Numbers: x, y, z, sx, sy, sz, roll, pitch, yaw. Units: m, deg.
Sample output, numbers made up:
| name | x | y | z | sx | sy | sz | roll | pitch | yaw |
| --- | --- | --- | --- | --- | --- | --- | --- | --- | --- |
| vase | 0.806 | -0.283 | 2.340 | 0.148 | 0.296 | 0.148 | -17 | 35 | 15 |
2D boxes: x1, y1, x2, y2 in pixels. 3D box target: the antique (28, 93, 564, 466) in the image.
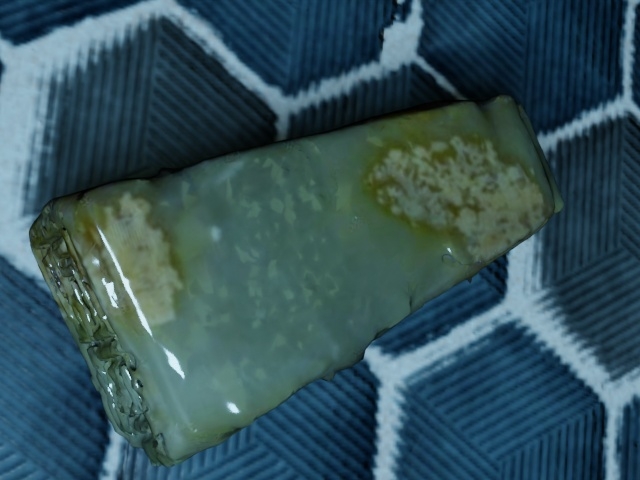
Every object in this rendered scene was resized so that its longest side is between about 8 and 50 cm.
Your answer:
| name | x | y | z | sx | sy | sz | roll | pitch | yaw |
| --- | --- | --- | --- | --- | --- | --- | --- | --- | --- |
| antique | 0.000 | 0.000 | 0.695 | 0.284 | 0.125 | 0.150 | -24 | 93 | -23 |
